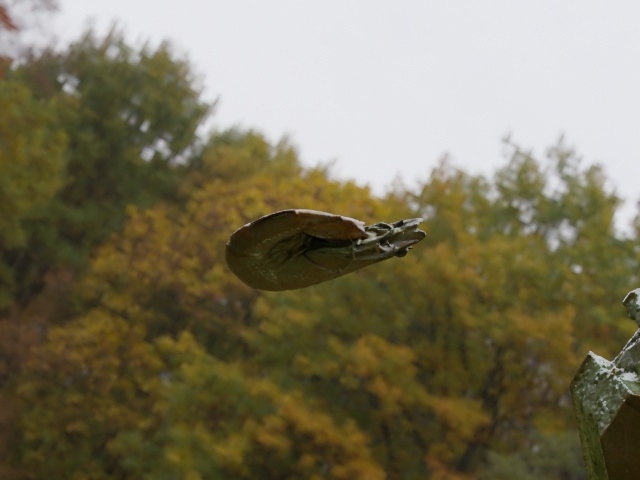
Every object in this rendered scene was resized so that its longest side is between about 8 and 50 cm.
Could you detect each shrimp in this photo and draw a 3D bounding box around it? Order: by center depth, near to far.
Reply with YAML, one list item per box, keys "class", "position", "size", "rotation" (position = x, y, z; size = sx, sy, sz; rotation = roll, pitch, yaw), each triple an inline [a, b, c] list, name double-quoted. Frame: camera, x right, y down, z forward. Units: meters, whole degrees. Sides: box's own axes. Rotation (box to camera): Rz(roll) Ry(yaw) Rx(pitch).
- class: "shrimp"
  position: [0.000, 0.000, 0.807]
  size: [0.108, 0.023, 0.059]
  rotation: [-16, -43, 14]

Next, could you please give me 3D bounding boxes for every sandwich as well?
- class: "sandwich"
  position: [0.253, 0.104, 1.135]
  size: [0.088, 0.244, 0.090]
  rotation: [30, 13, -10]
